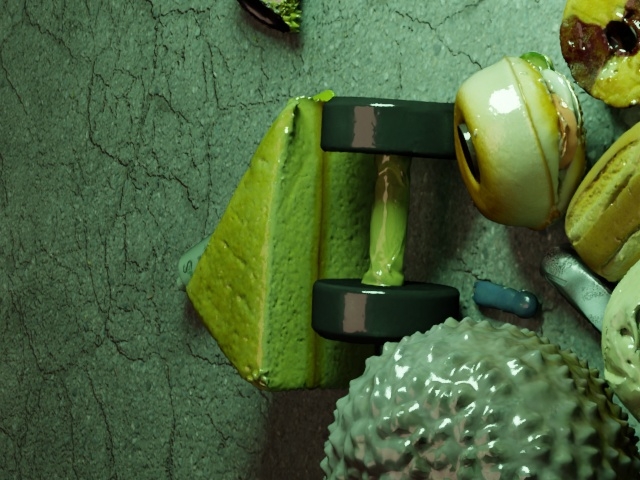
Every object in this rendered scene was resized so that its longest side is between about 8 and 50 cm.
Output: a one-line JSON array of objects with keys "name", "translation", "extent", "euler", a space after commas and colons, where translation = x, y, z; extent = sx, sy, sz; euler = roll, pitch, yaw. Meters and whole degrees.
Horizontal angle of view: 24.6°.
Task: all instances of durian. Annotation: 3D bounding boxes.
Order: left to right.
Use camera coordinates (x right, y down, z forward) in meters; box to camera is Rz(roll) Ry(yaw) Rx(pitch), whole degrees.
[{"name": "durian", "translation": [-0.068, -0.400, 2.296], "extent": [0.108, 0.119, 0.186], "euler": [-46, 58, -8]}]

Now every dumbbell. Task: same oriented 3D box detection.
[{"name": "dumbbell", "translation": [0.095, -0.027, 1.976], "extent": [0.203, 0.203, 0.322], "euler": [7, 95, 51]}]

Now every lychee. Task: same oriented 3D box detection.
[{"name": "lychee", "translation": [0.193, 0.274, 1.669], "extent": [0.380, 0.432, 0.380], "euler": [10, 107, 37]}]

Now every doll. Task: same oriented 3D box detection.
[{"name": "doll", "translation": [0.241, 0.077, 1.933], "extent": [0.125, 0.027, 0.037], "euler": [16, 100, 53]}]

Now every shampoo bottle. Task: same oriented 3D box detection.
[{"name": "shampoo bottle", "translation": [-0.156, 0.025, 2.375], "extent": [0.262, 0.085, 0.085], "euler": [-34, 63, 46]}, {"name": "shampoo bottle", "translation": [0.351, 0.083, 1.773], "extent": [0.063, 0.057, 0.208], "euler": [-55, 51, 17]}]

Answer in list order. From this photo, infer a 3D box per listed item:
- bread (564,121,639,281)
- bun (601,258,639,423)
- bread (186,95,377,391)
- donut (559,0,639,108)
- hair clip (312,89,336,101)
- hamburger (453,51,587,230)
[{"name": "bread", "translation": [0.382, -0.050, 1.701], "extent": [0.236, 0.106, 0.140], "euler": [-53, 53, 36]}, {"name": "bun", "translation": [0.418, 0.108, 1.586], "extent": [0.259, 0.152, 0.259], "euler": [0, 91, 41]}, {"name": "bread", "translation": [0.000, 0.000, 2.067], "extent": [0.245, 0.233, 0.362], "euler": [47, 123, 41]}, {"name": "donut", "translation": [0.372, -0.241, 1.744], "extent": [0.184, 0.073, 0.166], "euler": [27, 109, 47]}, {"name": "hair clip", "translation": [-0.036, -0.174, 2.275], "extent": [0.188, 0.033, 0.060], "euler": [-39, 60, 43]}, {"name": "hamburger", "translation": [0.247, -0.119, 1.818], "extent": [0.237, 0.147, 0.237], "euler": [167, 90, -84]}]
